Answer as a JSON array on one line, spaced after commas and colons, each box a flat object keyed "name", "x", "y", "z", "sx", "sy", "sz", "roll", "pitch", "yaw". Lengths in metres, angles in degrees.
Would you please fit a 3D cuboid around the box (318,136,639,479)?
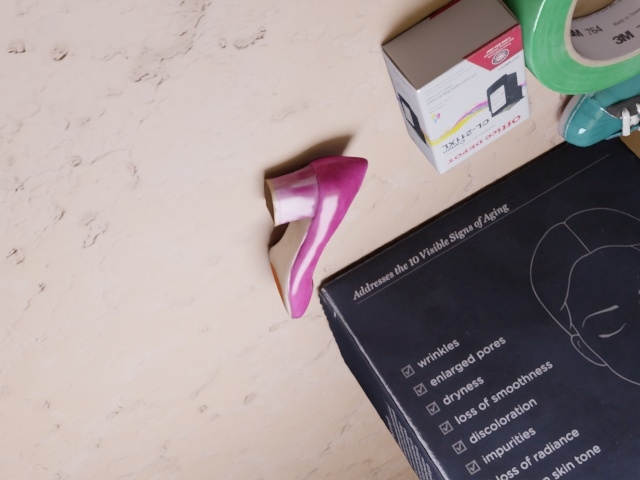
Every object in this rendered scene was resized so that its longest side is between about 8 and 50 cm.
[{"name": "box", "x": 0.329, "y": 0.178, "z": 1.345, "sx": 0.480, "sy": 0.472, "sz": 0.297, "roll": -30, "pitch": 152, "yaw": -7}]

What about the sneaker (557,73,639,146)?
[{"name": "sneaker", "x": 0.453, "y": -0.198, "z": 1.261, "sx": 0.302, "sy": 0.121, "sz": 0.108, "roll": -33, "pitch": 151, "yaw": 0}]

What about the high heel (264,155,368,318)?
[{"name": "high heel", "x": 0.000, "y": 0.000, "z": 1.155, "sx": 0.117, "sy": 0.082, "sz": 0.244, "roll": -15, "pitch": 135, "yaw": -11}]

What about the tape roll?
[{"name": "tape roll", "x": 0.334, "y": -0.299, "z": 1.039, "sx": 0.321, "sy": 0.077, "sz": 0.321, "roll": -25, "pitch": 150, "yaw": -16}]

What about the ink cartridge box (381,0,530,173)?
[{"name": "ink cartridge box", "x": 0.151, "y": -0.167, "z": 1.058, "sx": 0.127, "sy": 0.072, "sz": 0.175, "roll": -33, "pitch": 151, "yaw": -1}]
